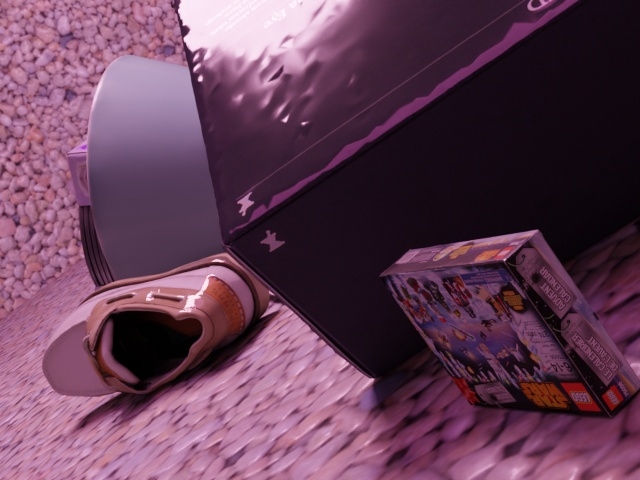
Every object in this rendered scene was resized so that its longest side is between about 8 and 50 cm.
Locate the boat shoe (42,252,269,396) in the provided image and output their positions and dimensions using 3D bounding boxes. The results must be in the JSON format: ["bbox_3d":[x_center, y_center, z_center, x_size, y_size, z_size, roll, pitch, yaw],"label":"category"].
[{"bbox_3d":[-0.193,0.099,1.320,0.302,0.113,0.103,-28,7,36],"label":"boat shoe"}]

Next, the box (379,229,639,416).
[{"bbox_3d":[0.093,0.044,0.664,0.027,0.094,0.137,-40,10,-20],"label":"box"}]

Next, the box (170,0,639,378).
[{"bbox_3d":[0.093,-0.136,0.902,0.343,0.179,0.312,-33,39,16],"label":"box"}]

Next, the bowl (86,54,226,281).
[{"bbox_3d":[-0.145,-0.079,1.583,0.163,0.311,0.311,-4,20,15],"label":"bowl"}]

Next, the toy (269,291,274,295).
[{"bbox_3d":[0.000,0.000,1.289,0.137,0.056,0.237,-40,10,-12],"label":"toy"}]

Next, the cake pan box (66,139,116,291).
[{"bbox_3d":[-0.233,-0.033,1.683,0.070,0.245,0.267,-6,19,14],"label":"cake pan box"}]
